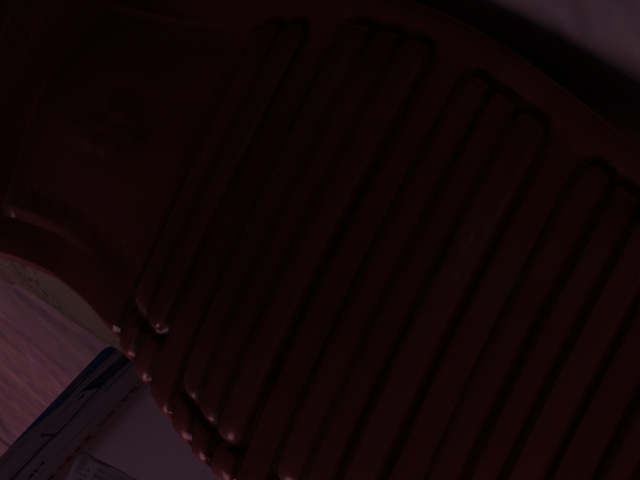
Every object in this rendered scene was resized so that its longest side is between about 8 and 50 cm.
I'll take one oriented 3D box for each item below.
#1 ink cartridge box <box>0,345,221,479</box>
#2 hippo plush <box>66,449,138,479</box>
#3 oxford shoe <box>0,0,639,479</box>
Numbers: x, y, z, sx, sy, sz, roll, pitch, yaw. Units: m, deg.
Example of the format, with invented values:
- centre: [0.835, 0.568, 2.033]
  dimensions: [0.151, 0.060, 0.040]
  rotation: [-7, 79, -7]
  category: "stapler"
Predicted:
- centre: [-0.087, 0.111, 0.825]
  dimensions: [0.082, 0.139, 0.190]
  rotation: [46, 159, -8]
  category: "ink cartridge box"
- centre: [0.028, 0.222, 0.636]
  dimensions: [0.294, 0.234, 0.236]
  rotation: [26, 135, 32]
  category: "hippo plush"
- centre: [0.000, 0.000, 0.522]
  dimensions: [0.348, 0.123, 0.130]
  rotation: [31, 180, 33]
  category: "oxford shoe"
